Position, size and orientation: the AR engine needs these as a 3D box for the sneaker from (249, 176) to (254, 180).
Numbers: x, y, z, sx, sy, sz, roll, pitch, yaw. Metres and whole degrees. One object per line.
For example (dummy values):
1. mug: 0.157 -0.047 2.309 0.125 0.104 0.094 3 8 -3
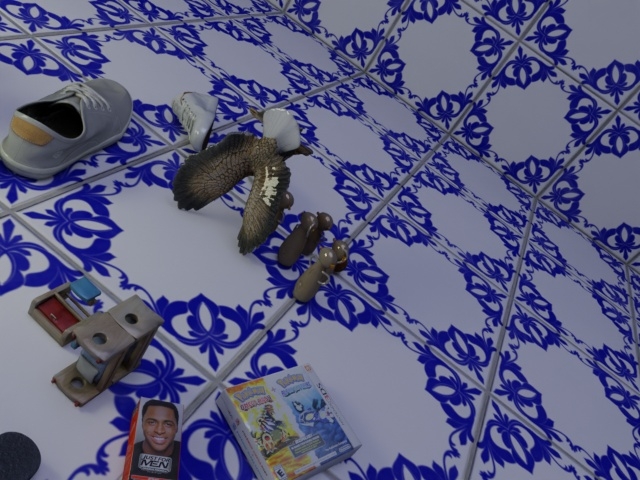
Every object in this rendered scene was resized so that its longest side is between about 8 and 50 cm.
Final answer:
1. sneaker: -0.120 -0.138 1.516 0.094 0.080 0.212 21 32 -40

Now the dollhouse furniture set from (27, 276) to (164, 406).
1. dollhouse furniture set: -0.371 0.131 0.884 0.184 0.129 0.129 41 33 8

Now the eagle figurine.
1. eagle figurine: -0.154 -0.145 1.289 0.226 0.298 0.225 17 -31 46

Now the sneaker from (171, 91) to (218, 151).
1. sneaker: -0.348 -0.324 1.537 0.123 0.105 0.290 16 27 -16

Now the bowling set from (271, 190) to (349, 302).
1. bowling set: 0.000 0.000 1.361 0.200 0.154 0.287 1 46 -41

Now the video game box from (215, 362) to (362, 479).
1. video game box: -0.052 0.320 1.000 0.205 0.048 0.187 -6 48 -46

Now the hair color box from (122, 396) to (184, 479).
1. hair color box: -0.247 0.308 0.845 0.072 0.043 0.141 18 35 -23

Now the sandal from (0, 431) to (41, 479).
1. sandal: -0.441 0.320 0.661 0.097 0.054 0.254 48 25 8

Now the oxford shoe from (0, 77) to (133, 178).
1. oxford shoe: -0.539 -0.286 1.282 0.169 0.130 0.449 28 32 -7
